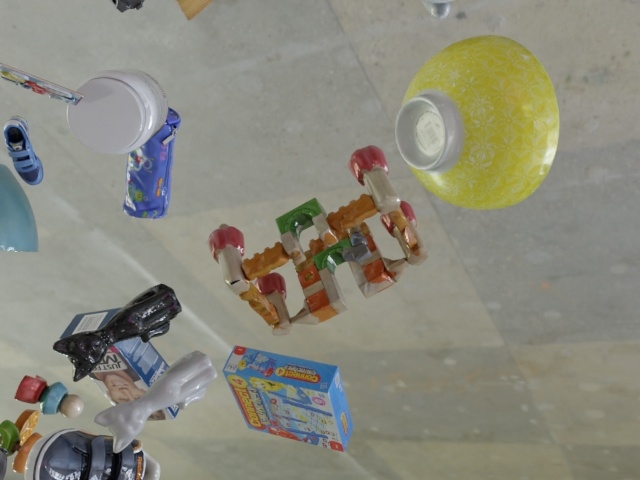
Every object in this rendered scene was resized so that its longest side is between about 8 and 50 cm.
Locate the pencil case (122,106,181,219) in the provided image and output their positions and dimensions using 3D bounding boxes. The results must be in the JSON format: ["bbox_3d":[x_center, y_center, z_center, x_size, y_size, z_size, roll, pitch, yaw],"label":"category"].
[{"bbox_3d":[-0.432,-0.199,1.801,0.133,0.119,0.306,30,119,30],"label":"pencil case"}]

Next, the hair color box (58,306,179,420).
[{"bbox_3d":[-0.528,0.345,1.901,0.174,0.105,0.347,-10,126,27],"label":"hair color box"}]

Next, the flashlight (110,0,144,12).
[{"bbox_3d":[-0.453,-0.612,1.555,0.103,0.304,0.103,-19,134,-22],"label":"flashlight"}]

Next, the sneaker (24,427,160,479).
[{"bbox_3d":[-0.416,0.427,1.330,0.127,0.126,0.321,1,164,15],"label":"sneaker"}]

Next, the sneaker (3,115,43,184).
[{"bbox_3d":[-0.604,-0.178,1.413,0.053,0.059,0.144,-17,109,-9],"label":"sneaker"}]

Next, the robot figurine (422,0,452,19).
[{"bbox_3d":[0.232,-0.607,1.414,0.200,0.353,0.300,-2,123,1],"label":"robot figurine"}]

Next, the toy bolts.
[{"bbox_3d":[-0.698,0.465,1.778,0.158,0.228,0.218,23,175,1],"label":"toy bolts"}]

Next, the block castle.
[{"bbox_3d":[0.000,0.000,1.634,0.453,0.213,0.303,-29,138,8],"label":"block castle"}]

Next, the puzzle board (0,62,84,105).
[{"bbox_3d":[-0.450,-0.247,1.122,0.128,0.011,0.096,19,175,-25],"label":"puzzle board"}]

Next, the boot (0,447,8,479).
[{"bbox_3d":[-0.745,0.467,1.456,0.091,0.263,0.229,-18,115,7],"label":"boot"}]

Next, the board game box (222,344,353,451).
[{"bbox_3d":[-0.082,0.435,1.913,0.302,0.086,0.308,7,138,20],"label":"board game box"}]

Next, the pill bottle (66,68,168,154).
[{"bbox_3d":[-0.397,-0.257,1.383,0.160,0.283,0.160,-1,104,-4],"label":"pill bottle"}]

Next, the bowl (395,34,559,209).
[{"bbox_3d":[0.215,-0.178,1.123,0.156,0.289,0.289,-14,162,-34],"label":"bowl"}]

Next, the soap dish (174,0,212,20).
[{"bbox_3d":[-0.277,-0.636,1.410,0.229,0.118,0.291,-35,93,14],"label":"soap dish"}]

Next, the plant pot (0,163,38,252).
[{"bbox_3d":[-0.777,-0.077,1.559,0.290,0.195,0.290,3,178,0],"label":"plant pot"}]

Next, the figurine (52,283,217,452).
[{"bbox_3d":[-0.301,0.210,1.149,0.092,0.209,0.215,-23,95,48],"label":"figurine"}]
